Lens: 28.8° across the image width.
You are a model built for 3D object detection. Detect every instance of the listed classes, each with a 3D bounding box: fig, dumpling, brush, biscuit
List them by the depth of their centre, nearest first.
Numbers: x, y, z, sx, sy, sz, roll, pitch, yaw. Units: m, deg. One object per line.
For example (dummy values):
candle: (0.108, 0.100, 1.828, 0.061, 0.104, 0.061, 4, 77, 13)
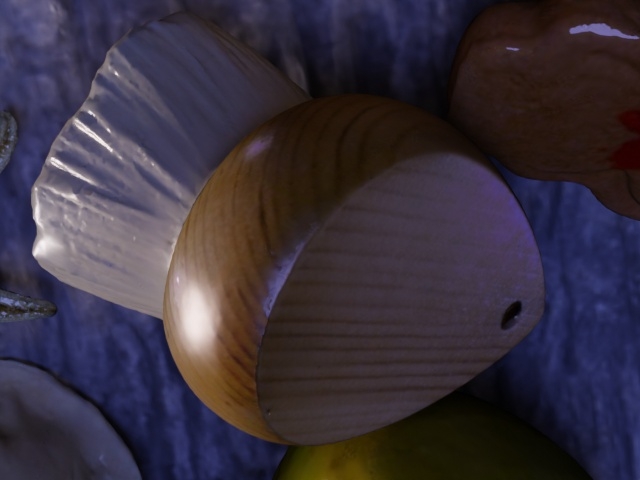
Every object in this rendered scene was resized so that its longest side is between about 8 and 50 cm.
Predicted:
biscuit: (0.230, -0.062, 0.630, 0.333, 0.047, 0.202, 6, 150, -4)
brush: (0.000, 0.000, 0.656, 0.266, 0.166, 0.174, 13, 106, -52)
fig: (0.070, 0.191, 0.730, 0.207, 0.207, 0.230, -44, 147, 18)
dumpling: (-0.193, 0.150, 0.757, 0.181, 0.111, 0.155, 14, 80, -47)

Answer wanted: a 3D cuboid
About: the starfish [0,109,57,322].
starfish: (-0.234, 0.011, 0.709, 0.176, 0.053, 0.208, 29, 110, -12)
